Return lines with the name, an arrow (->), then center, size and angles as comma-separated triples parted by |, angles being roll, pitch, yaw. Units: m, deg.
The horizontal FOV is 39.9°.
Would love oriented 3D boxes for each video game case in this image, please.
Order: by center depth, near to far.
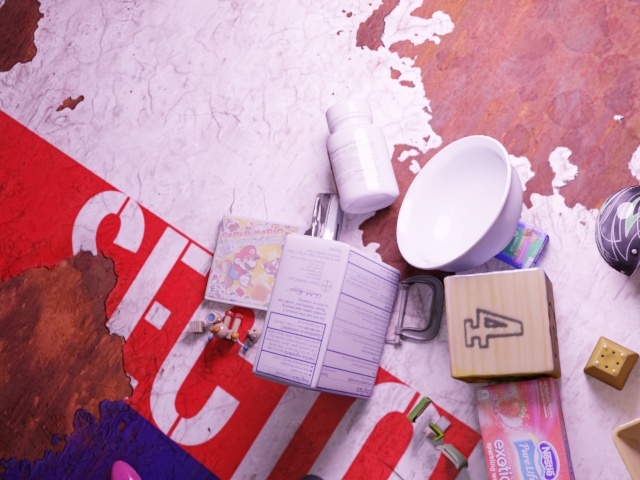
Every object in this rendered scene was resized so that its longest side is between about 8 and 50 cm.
video game case -> -0.140, 0.053, 2.001 | 0.227, 0.026, 0.206 | 8, 81, 21

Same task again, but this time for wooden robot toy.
wooden robot toy -> -0.222, 0.193, 1.971 | 0.173, 0.079, 0.076 | 11, 82, 21

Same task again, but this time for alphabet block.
alphabet block -> 0.355, 0.171, 1.711 | 0.193, 0.192, 0.197 | -7, 77, 20

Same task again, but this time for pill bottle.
pill bottle -> 0.083, -0.184, 1.917 | 0.131, 0.131, 0.229 | -18, 73, 15

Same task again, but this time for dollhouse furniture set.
dollhouse furniture set -> 0.248, 0.385, 1.762 | 0.151, 0.076, 0.058 | 42, 95, 23

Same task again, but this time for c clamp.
c clamp -> 0.191, 0.146, 1.864 | 0.137, 0.022, 0.161 | 12, 83, 22

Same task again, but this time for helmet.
helmet -> 0.605, -0.020, 1.680 | 0.161, 0.169, 0.169 | -11, 74, 1

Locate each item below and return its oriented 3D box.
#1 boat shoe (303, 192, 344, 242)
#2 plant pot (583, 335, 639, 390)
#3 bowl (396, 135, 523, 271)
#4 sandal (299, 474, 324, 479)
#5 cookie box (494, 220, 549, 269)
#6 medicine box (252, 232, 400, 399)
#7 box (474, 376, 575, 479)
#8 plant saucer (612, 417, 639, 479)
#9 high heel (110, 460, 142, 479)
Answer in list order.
boat shoe -> 0.000, 0.000, 1.940 | 0.070, 0.078, 0.219 | 7, 73, 18
plant pot -> 0.554, 0.232, 1.683 | 0.081, 0.083, 0.081 | 27, 89, 23
bowl -> 0.303, -0.051, 1.777 | 0.298, 0.134, 0.298 | -37, 37, 34
sandal -> 0.047, 0.583, 1.809 | 0.097, 0.054, 0.254 | -42, 58, -1
cookie box -> 0.400, 0.006, 1.811 | 0.107, 0.040, 0.092 | 27, 89, 24
medicine box -> 0.019, 0.161, 1.784 | 0.149, 0.263, 0.289 | 11, 82, 30
box -> 0.397, 0.419, 1.665 | 0.154, 0.142, 0.300 | -10, 75, 16
plant saucer -> 0.747, 0.430, 1.572 | 0.332, 0.081, 0.333 | -27, 71, 12
high heel -> -0.432, 0.603, 1.933 | 0.082, 0.117, 0.244 | -21, 72, 14
